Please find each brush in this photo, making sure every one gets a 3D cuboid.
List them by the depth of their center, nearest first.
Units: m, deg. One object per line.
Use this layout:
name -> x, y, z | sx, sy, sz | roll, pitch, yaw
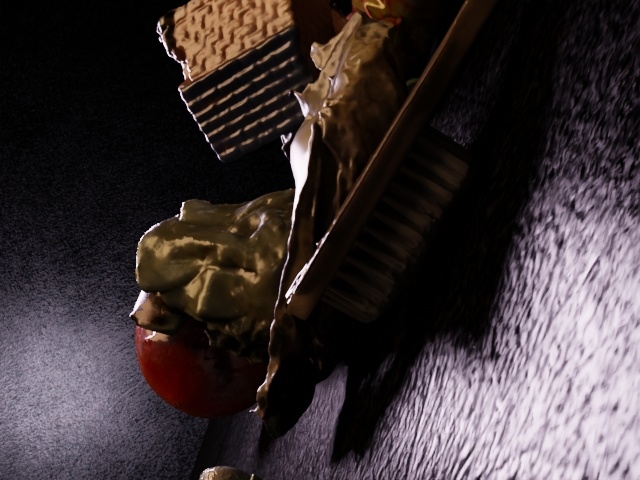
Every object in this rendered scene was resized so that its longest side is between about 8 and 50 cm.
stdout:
brush -> 0.084, -0.086, 0.544 | 0.327, 0.065, 0.070 | -60, -1, 1

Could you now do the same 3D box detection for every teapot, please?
teapot -> -0.103, 0.294, 1.022 | 0.083, 0.064, 0.064 | -26, 42, 35

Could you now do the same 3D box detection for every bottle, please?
bottle -> 0.083, -0.134, 0.812 | 0.083, 0.030, 0.030 | -85, 16, -73

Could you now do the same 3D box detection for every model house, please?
model house -> -0.036, -0.150, 0.883 | 0.166, 0.183, 0.172 | -28, 65, 26

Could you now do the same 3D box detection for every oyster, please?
oyster -> 0.011, 0.002, 0.691 | 0.271, 0.100, 0.275 | 116, 160, -66

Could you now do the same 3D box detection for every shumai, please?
shumai -> -0.082, 0.027, 0.960 | 0.256, 0.218, 0.189 | 113, 169, -63

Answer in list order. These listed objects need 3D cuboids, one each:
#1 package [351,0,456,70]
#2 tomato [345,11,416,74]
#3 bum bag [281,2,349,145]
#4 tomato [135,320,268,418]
package -> 0.093, -0.272, 0.805 | 0.223, 0.108, 0.288 | -65, -12, -56
tomato -> 0.043, -0.181, 1.064 | 0.237, 0.095, 0.237 | -159, 90, -84
bum bag -> 0.008, -0.217, 1.215 | 0.069, 0.102, 0.248 | -19, 40, 50
tomato -> -0.147, 0.135, 1.215 | 0.184, 0.208, 0.208 | -79, 10, -71
